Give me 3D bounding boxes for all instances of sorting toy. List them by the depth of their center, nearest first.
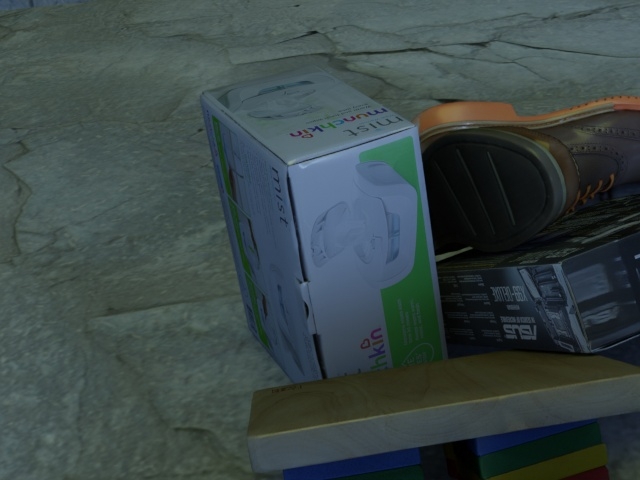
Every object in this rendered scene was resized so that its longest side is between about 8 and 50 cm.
[{"bbox_3d":[0.082,0.145,0.846,0.255,0.089,0.257,-9,-1,-2],"label":"sorting toy"}]

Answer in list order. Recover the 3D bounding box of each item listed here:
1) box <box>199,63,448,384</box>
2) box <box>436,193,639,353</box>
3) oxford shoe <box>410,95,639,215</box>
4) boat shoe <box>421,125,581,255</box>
[{"bbox_3d":[0.000,0.000,1.071,0.126,0.262,0.231,-18,26,-17],"label":"box"},{"bbox_3d":[0.244,0.019,1.023,0.242,0.076,0.307,-19,3,-19],"label":"box"},{"bbox_3d":[0.283,-0.075,1.330,0.363,0.130,0.133,-2,59,0],"label":"oxford shoe"},{"bbox_3d":[0.148,-0.050,1.069,0.104,0.111,0.307,-22,3,-24],"label":"boat shoe"}]
